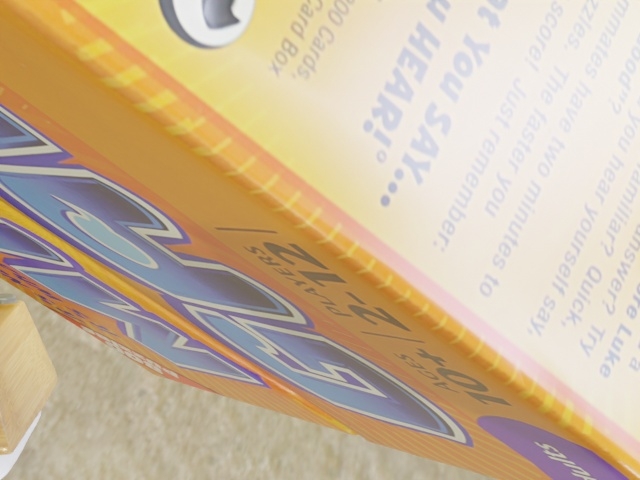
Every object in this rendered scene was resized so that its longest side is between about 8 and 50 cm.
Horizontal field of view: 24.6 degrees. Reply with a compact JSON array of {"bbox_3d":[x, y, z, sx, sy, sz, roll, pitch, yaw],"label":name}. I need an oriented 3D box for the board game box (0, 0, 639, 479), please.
[{"bbox_3d":[-0.019,-0.157,0.551,0.356,0.356,0.357,37,72,-33],"label":"board game box"}]

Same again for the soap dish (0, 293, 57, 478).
[{"bbox_3d":[-0.380,0.117,1.219,0.290,0.229,0.118,1,100,-1],"label":"soap dish"}]
